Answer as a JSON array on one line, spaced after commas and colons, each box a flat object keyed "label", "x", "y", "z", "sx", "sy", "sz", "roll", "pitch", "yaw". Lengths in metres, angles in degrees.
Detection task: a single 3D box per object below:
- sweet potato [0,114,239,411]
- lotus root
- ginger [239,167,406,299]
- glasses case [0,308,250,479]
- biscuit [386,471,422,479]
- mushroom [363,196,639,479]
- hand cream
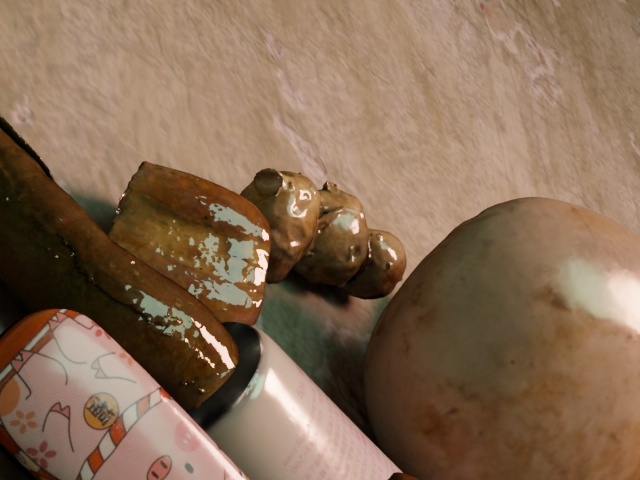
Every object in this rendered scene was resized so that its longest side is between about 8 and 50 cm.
[{"label": "sweet potato", "x": -0.179, "y": 0.015, "z": 1.325, "sx": 0.286, "sy": 0.085, "sz": 0.112, "roll": 42, "pitch": 26, "yaw": 14}, {"label": "lotus root", "x": -0.102, "y": -0.002, "z": 1.425, "sx": 0.135, "sy": 0.095, "sz": 0.159, "roll": 14, "pitch": 27, "yaw": -3}, {"label": "ginger", "x": 0.000, "y": 0.000, "z": 1.656, "sx": 0.204, "sy": 0.080, "sz": 0.104, "roll": 19, "pitch": 77, "yaw": -50}, {"label": "glasses case", "x": -0.123, "y": 0.158, "z": 1.251, "sx": 0.266, "sy": 0.067, "sz": 0.103, "roll": 47, "pitch": 68, "yaw": -16}, {"label": "biscuit", "x": 0.096, "y": 0.379, "z": 1.133, "sx": 0.343, "sy": 0.166, "sz": 0.395, "roll": 38, "pitch": 39, "yaw": -6}, {"label": "mushroom", "x": 0.167, "y": 0.095, "z": 1.644, "sx": 0.297, "sy": 0.297, "sz": 0.290, "roll": 41, "pitch": 3, "yaw": -28}, {"label": "hand cream", "x": 0.011, "y": 0.211, "z": 1.420, "sx": 0.358, "sy": 0.118, "sz": 0.185, "roll": 48, "pitch": 35, "yaw": -28}]
